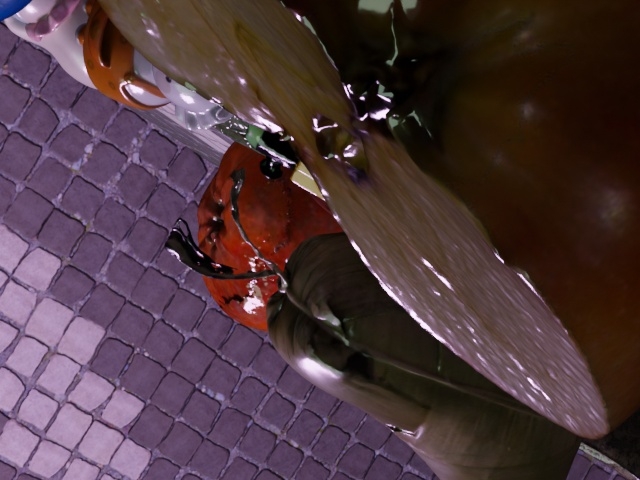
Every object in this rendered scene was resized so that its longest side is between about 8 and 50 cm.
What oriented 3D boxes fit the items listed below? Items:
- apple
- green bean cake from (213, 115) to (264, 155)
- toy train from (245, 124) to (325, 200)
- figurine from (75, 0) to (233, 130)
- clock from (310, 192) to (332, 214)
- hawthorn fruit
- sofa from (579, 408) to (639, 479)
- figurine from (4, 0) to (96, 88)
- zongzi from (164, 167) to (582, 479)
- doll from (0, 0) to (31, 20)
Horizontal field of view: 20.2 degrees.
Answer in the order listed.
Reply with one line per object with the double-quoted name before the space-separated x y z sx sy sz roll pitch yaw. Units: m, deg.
"apple" 0.039 -0.068 0.792 0.328 0.295 0.365 6 176 -6
"green bean cake" -0.063 -0.149 1.917 0.173 0.094 0.181 27 175 44
"toy train" 0.068 -0.061 1.481 0.296 0.160 0.100 32 -141 -1
"figurine" -0.138 -0.187 1.792 0.271 0.143 0.143 19 171 24
"clock" 0.132 0.010 1.984 0.318 0.080 0.318 24 -170 -4
"hawthorn fruit" 0.000 0.000 2.258 0.307 0.276 0.276 19 179 -11
"sofa" 0.314 0.137 1.795 0.258 0.200 0.182 33 179 14
"figurine" -0.306 -0.283 2.031 0.235 0.127 0.155 38 -176 -16
"zongzi" 0.065 0.153 1.632 0.447 0.418 0.181 0 -156 -27
"doll" -0.378 -0.337 1.804 0.257 0.161 0.215 49 -173 -9
